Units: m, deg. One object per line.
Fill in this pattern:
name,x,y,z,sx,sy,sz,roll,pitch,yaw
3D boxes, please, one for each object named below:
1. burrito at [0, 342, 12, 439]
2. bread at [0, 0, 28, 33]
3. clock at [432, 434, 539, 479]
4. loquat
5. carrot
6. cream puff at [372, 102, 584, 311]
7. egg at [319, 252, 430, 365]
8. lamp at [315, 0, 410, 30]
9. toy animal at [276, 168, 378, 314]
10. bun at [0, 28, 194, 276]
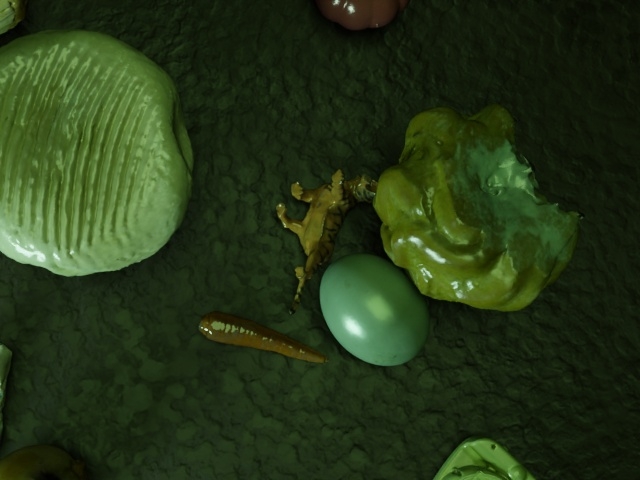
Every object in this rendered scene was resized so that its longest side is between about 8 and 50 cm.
burrito,-0.504,0.265,1.267,0.063,0.058,0.229,8,84,-11
bread,-0.538,-0.433,1.316,0.106,0.140,0.236,-29,89,-13
clock,0.236,0.435,1.326,0.170,0.069,0.232,44,80,0
loquat,-0.409,0.372,1.223,0.163,0.137,0.163,-3,99,-17
carrot,-0.086,0.157,1.342,0.216,0.048,0.048,17,80,-10
cream puff,0.202,-0.027,1.282,0.274,0.270,0.323,-22,77,-28
egg,0.083,0.106,1.312,0.149,0.149,0.192,-42,92,-10
lamp,0.068,-0.436,1.392,0.182,0.140,0.182,1,79,-6
toy animal,-0.005,-0.003,1.356,0.116,0.114,0.255,30,82,-46
bun,-0.357,-0.122,1.250,0.353,0.227,0.348,16,80,-7
